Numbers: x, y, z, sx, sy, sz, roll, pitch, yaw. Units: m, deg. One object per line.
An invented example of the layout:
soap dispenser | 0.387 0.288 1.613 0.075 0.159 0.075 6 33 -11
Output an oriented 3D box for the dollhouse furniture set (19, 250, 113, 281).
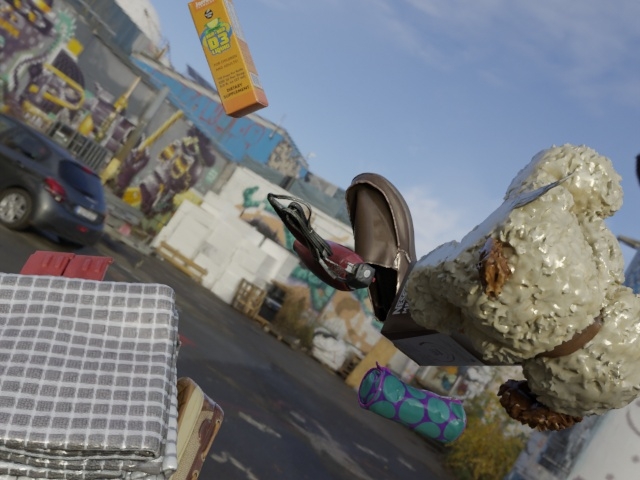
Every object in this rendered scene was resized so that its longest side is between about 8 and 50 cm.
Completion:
dollhouse furniture set | -0.491 0.205 1.073 0.152 0.201 0.374 7 32 -9

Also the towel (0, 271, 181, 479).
towel | -0.293 0.147 0.646 0.284 0.121 0.235 6 36 -15

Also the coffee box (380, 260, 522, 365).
coffee box | 0.217 0.095 0.843 0.098 0.141 0.247 40 -30 -21

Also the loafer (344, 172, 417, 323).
loafer | 0.138 0.022 1.327 0.134 0.365 0.130 -22 -5 39

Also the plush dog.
plush dog | 0.232 0.066 0.575 0.225 0.262 0.210 44 18 -3

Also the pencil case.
pencil case | 0.133 0.236 0.862 0.152 0.070 0.064 25 2 -13

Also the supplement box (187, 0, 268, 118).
supplement box | -0.183 -0.367 1.182 0.080 0.078 0.233 -17 87 -76

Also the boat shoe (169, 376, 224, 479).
boat shoe | -0.225 0.369 0.837 0.123 0.342 0.123 -17 -51 33

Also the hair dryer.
hair dryer | 0.000 0.000 1.065 0.223 0.080 0.293 47 -14 1
